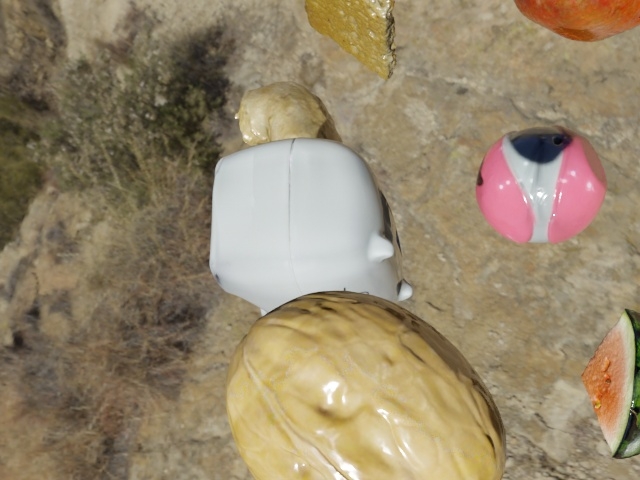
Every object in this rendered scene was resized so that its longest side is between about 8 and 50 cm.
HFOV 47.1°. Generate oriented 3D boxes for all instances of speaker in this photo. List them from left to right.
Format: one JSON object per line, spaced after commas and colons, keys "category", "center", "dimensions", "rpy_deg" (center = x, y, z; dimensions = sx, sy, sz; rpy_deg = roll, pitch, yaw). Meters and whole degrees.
{"category": "speaker", "center": [0.503, -0.131, 1.714], "dimensions": [0.294, 0.294, 0.294], "rpy_deg": [-15, 64, 34]}

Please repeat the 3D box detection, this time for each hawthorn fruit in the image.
{"category": "hawthorn fruit", "center": [0.418, -0.394, 1.100], "dimensions": [0.211, 0.299, 0.211], "rpy_deg": [-27, 55, 45]}

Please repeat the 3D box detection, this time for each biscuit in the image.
{"category": "biscuit", "center": [0.027, -0.265, 0.793], "dimensions": [0.131, 0.237, 0.026], "rpy_deg": [37, 82, 14]}

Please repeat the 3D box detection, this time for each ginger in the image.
{"category": "ginger", "center": [-0.047, -0.209, 1.407], "dimensions": [0.267, 0.138, 0.152], "rpy_deg": [45, 107, 30]}

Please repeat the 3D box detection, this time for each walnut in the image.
{"category": "walnut", "center": [0.028, 0.125, 0.515], "dimensions": [0.197, 0.165, 0.165], "rpy_deg": [37, 98, 20]}

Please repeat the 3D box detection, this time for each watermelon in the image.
{"category": "watermelon", "center": [0.443, 0.194, 0.985], "dimensions": [0.137, 0.146, 0.192], "rpy_deg": [176, 103, -79]}

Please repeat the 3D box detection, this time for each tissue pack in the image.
{"category": "tissue pack", "center": [0.000, 0.000, 1.050], "dimensions": [0.236, 0.333, 0.229], "rpy_deg": [-5, 70, 12]}
